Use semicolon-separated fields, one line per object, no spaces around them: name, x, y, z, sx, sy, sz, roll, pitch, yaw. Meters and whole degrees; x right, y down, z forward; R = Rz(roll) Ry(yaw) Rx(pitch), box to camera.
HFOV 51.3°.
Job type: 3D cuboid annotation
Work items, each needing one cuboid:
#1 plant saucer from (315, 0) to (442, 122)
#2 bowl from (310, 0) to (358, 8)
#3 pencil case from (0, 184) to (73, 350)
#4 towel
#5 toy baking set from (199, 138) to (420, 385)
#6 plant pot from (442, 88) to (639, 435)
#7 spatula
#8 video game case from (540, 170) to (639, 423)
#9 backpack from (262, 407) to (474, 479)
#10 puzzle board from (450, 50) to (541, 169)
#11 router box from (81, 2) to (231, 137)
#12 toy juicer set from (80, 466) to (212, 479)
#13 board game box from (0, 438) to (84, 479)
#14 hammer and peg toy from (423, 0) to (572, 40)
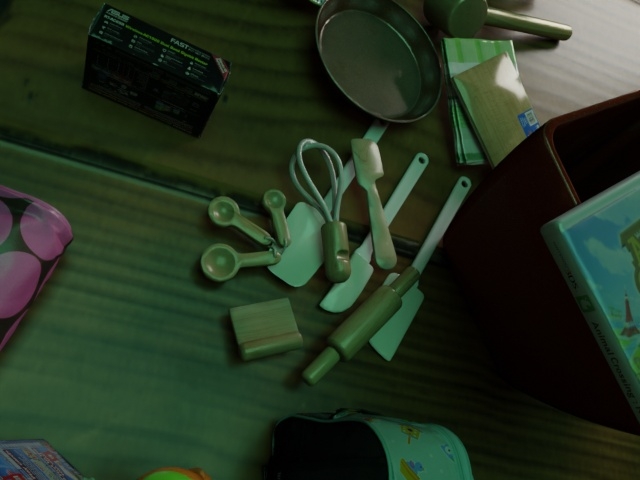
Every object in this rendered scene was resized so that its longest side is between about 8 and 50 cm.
plant saucer;0.062;-0.203;0.747;0.168;0.029;0.168;12;66;-28
bowl;0.005;-0.352;0.734;0.170;0.170;0.080;-28;46;-28
pencil case;-0.281;0.052;0.495;0.098;0.095;0.209;23;61;8
towel;0.195;-0.163;0.790;0.113;0.023;0.152;-6;85;-28
toy baking set;0.003;0.006;0.640;0.256;0.030;0.197;-36;89;-27
plant pot;0.280;0.021;0.654;0.267;0.236;0.267;-21;85;-28
spatula;0.063;-0.020;0.702;0.168;0.019;0.242;36;63;-7
video game case;0.283;0.035;0.505;0.212;0.023;0.193;-25;87;-27
backpack;0.042;0.218;0.518;0.144;0.188;0.166;14;67;-18
puzzle board;0.210;-0.146;0.775;0.096;0.011;0.128;-30;97;-29
router box;-0.152;-0.152;0.612;0.122;0.092;0.038;23;65;-15
toy juicer set;-0.149;0.263;0.432;0.089;0.329;0.209;32;37;29
board game box;-0.237;0.195;0.400;0.060;0.194;0.194;39;61;8
hammer and peg toy;0.261;-0.410;0.804;0.266;0.361;0.127;7;31;-43
